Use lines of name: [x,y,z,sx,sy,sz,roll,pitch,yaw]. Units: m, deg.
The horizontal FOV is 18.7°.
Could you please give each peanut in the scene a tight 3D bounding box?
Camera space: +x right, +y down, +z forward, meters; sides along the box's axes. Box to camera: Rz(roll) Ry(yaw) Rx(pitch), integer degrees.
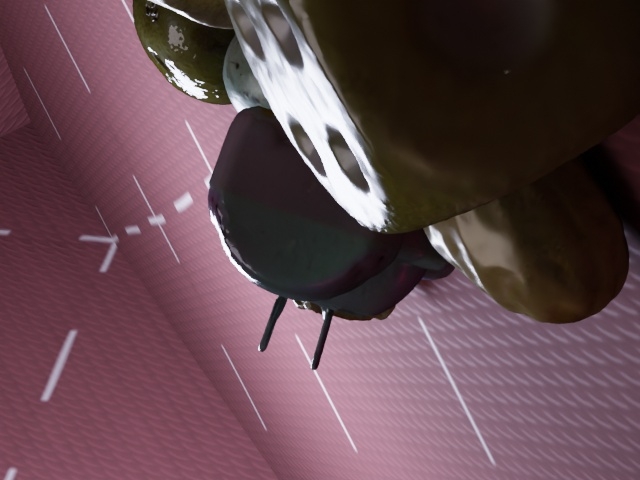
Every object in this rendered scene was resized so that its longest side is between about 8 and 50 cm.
peanut: [0.121,-0.068,1.528,0.319,0.148,0.147,56,166,15]

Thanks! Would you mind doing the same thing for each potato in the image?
potato: [-0.114,-0.224,2.087,0.251,0.159,0.174,34,-137,-73]

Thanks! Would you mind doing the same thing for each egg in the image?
egg: [-0.025,-0.162,1.924,0.164,0.131,0.131,31,147,57]

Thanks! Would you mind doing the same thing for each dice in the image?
dice: [0.077,-0.154,1.325,0.238,0.227,0.233,63,169,-8]

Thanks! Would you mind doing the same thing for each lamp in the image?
lamp: [0.000,0.000,1.818,0.301,0.247,0.247,4,-79,-82]

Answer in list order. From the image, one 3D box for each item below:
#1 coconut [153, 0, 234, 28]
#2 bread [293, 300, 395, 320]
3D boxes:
coconut: [-0.102,-0.331,1.568,0.309,0.297,0.297,39,153,57]
bread: [-0.018,-0.011,2.228,0.152,0.130,0.268,60,171,-34]
